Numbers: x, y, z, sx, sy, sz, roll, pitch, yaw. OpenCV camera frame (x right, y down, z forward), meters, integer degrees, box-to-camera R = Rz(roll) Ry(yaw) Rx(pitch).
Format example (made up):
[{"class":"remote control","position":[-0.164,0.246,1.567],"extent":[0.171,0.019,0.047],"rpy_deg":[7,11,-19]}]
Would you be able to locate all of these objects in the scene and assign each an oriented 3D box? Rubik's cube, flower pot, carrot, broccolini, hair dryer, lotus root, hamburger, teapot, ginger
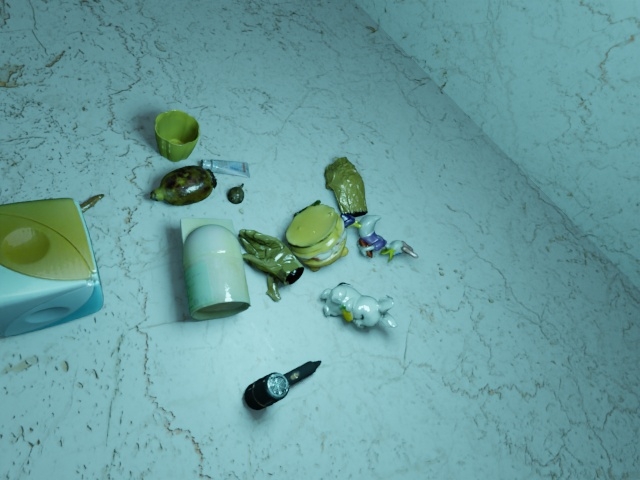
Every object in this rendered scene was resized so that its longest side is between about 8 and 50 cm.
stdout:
[{"class":"Rubik's cube","position":[-0.948,0.090,1.454],"extent":[0.353,0.351,0.347],"rpy_deg":[-14,70,-30]},{"class":"flower pot","position":[-0.653,-0.459,1.962],"extent":[0.195,0.179,0.195],"rpy_deg":[10,62,-19]},{"class":"carrot","position":[-0.946,-0.144,1.766],"extent":[0.036,0.035,0.165],"rpy_deg":[41,54,2]},{"class":"broccolini","position":[-0.058,-0.149,2.117],"extent":[0.091,0.068,0.202],"rpy_deg":[24,55,14]},{"class":"hair dryer","position":[-0.110,0.530,1.692],"extent":[0.352,0.189,0.107],"rpy_deg":[-17,73,-43]},{"class":"lotus root","position":[-0.587,-0.237,1.897],"extent":[0.314,0.141,0.169],"rpy_deg":[-26,72,-30]},{"class":"hamburger","position":[0.000,0.000,1.959],"extent":[0.236,0.277,0.276],"rpy_deg":[60,44,-40]},{"class":"teapot","position":[-0.385,-0.220,2.014],"extent":[0.076,0.068,0.121],"rpy_deg":[30,57,-5]},{"class":"ginger","position":[-0.205,0.199,1.889],"extent":[0.058,0.044,0.137],"rpy_deg":[9,61,-38]}]

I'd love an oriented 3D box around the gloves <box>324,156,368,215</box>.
[{"class":"gloves","position":[0.138,-0.278,2.211],"extent":[0.203,0.155,0.356],"rpy_deg":[-9,65,-30]}]

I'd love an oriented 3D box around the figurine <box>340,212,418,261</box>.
[{"class":"figurine","position":[0.267,-0.016,2.100],"extent":[0.421,0.193,0.154],"rpy_deg":[36,13,-9]}]

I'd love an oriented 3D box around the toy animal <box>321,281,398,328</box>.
[{"class":"toy animal","position":[0.172,0.288,1.889],"extent":[0.326,0.208,0.154],"rpy_deg":[-1,36,22]}]

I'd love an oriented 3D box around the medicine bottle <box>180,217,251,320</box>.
[{"class":"medicine bottle","position":[-0.427,0.091,1.735],"extent":[0.236,0.235,0.405],"rpy_deg":[-4,66,-24]}]

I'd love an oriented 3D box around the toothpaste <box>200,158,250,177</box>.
[{"class":"toothpaste","position":[-0.450,-0.349,2.069],"extent":[0.235,0.057,0.089],"rpy_deg":[1,66,-29]}]

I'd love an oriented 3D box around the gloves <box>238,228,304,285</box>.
[{"class":"gloves","position":[-0.223,0.062,1.878],"extent":[0.331,0.154,0.141],"rpy_deg":[38,21,16]}]
